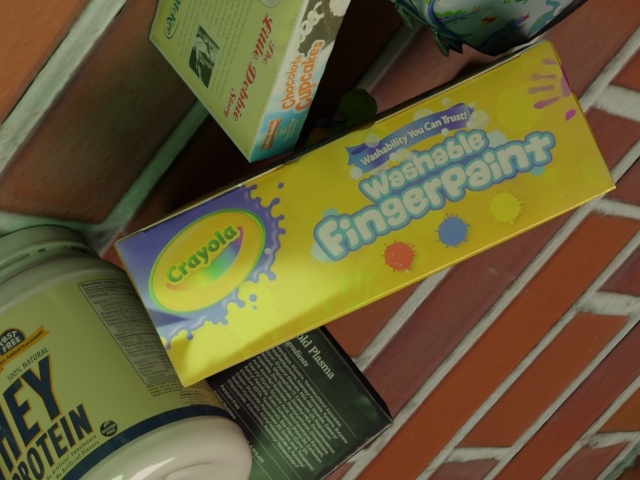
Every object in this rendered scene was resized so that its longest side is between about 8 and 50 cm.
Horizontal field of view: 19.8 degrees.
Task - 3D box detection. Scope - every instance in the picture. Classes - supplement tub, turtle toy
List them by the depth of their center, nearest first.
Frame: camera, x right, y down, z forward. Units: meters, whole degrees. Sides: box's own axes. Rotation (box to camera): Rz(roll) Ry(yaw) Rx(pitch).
[{"bbox_3d":[-0.246,0.166,1.891,0.235,0.325,0.235,-29,150,-18],"label":"supplement tub"},{"bbox_3d":[0.025,-0.111,2.072,0.095,0.066,0.130,17,126,-21],"label":"turtle toy"}]

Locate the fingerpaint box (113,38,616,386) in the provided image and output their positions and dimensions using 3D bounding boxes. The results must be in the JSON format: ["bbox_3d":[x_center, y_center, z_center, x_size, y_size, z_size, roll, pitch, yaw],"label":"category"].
[{"bbox_3d":[0.049,-0.034,1.847,0.445,0.163,0.371,-25,-177,4],"label":"fingerpaint box"}]

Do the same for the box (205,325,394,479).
[{"bbox_3d":[-0.088,0.236,2.198,0.312,0.179,0.343,-39,179,0],"label":"box"}]

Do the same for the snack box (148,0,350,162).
[{"bbox_3d":[-0.053,-0.249,1.661,0.060,0.187,0.322,-17,145,-35],"label":"snack box"}]

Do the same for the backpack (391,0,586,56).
[{"bbox_3d":[0.155,-0.321,1.773,0.290,0.273,0.355,-41,140,18],"label":"backpack"}]
